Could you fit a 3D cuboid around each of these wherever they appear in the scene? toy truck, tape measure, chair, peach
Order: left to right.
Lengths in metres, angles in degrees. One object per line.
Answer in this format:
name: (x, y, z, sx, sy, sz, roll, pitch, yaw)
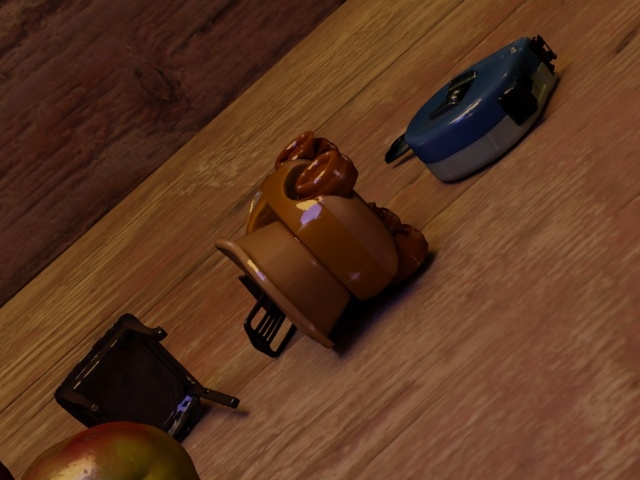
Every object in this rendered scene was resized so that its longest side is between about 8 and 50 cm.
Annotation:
peach: (-0.238, 0.311, 1.612, 0.231, 0.231, 0.231, -37, 17, 14)
chair: (-0.257, 0.211, 1.967, 0.160, 0.186, 0.319, -52, 21, -15)
chair: (-0.071, 0.086, 2.037, 0.101, 0.084, 0.212, -18, 29, 46)
toy truck: (0.000, 0.000, 1.880, 0.211, 0.204, 0.288, -44, 19, -1)
tape measure: (0.177, -0.160, 2.087, 0.351, 0.098, 0.215, -31, 19, 39)

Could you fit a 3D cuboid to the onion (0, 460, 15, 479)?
onion: (-0.570, 0.428, 1.879, 0.398, 0.398, 0.420, -45, -9, -13)
